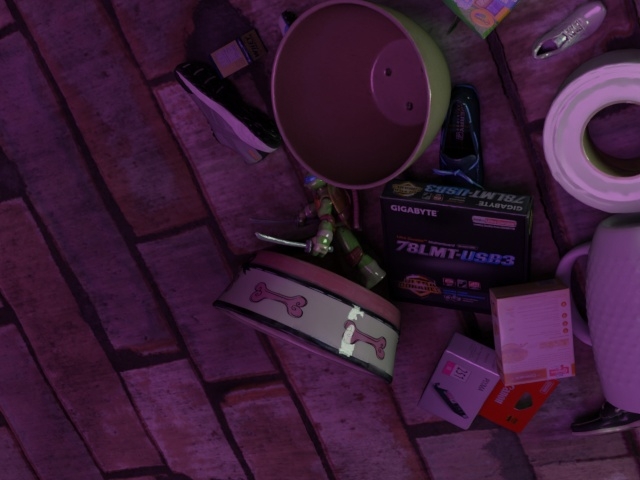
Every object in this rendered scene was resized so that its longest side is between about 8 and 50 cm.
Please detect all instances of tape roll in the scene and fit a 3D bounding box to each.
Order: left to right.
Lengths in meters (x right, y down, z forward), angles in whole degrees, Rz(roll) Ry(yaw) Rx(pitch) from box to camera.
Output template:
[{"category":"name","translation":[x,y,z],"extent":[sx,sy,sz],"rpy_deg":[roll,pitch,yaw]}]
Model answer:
[{"category":"tape roll","translation":[0.550,-0.196,1.588],"extent":[0.286,0.100,0.286],"rpy_deg":[10,118,18]}]

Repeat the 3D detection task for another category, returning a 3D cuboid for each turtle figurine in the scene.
[{"category":"turtle figurine","translation":[0.000,0.000,1.862],"extent":[0.266,0.274,0.198],"rpy_deg":[51,157,-13]}]

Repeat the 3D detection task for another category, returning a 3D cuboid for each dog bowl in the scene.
[{"category":"dog bowl","translation":[-0.012,0.154,1.853],"extent":[0.407,0.408,0.150],"rpy_deg":[22,81,11]}]

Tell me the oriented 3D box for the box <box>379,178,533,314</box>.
[{"category":"box","translation":[0.276,0.020,1.784],"extent":[0.295,0.073,0.293],"rpy_deg":[8,136,18]}]

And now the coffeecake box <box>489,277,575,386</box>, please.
[{"category":"coffeecake box","translation":[0.415,0.180,1.730],"extent":[0.142,0.068,0.186],"rpy_deg":[-8,106,0]}]

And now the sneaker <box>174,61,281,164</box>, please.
[{"category":"sneaker","translation":[-0.212,-0.267,1.867],"extent":[0.271,0.100,0.108],"rpy_deg":[45,128,-4]}]

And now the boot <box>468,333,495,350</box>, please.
[{"category":"boot","translation":[0.400,0.202,1.883],"extent":[0.219,0.082,0.106],"rpy_deg":[4,76,42]}]

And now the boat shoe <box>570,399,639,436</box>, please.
[{"category":"boat shoe","translation":[0.635,0.367,1.870],"extent":[0.233,0.084,0.079],"rpy_deg":[-28,65,38]}]

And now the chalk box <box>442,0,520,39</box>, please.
[{"category":"chalk box","translation":[0.288,-0.451,1.544],"extent":[0.132,0.132,0.213],"rpy_deg":[44,122,-4]}]

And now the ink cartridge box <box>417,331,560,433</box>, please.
[{"category":"ink cartridge box","translation":[0.354,0.333,1.909],"extent":[0.238,0.060,0.275],"rpy_deg":[25,145,9]}]

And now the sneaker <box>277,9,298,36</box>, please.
[{"category":"sneaker","translation":[-0.028,-0.342,1.758],"extent":[0.086,0.085,0.237],"rpy_deg":[-23,104,25]}]

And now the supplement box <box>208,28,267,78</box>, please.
[{"category":"supplement box","translation":[-0.167,-0.380,1.796],"extent":[0.083,0.083,0.056],"rpy_deg":[-21,107,30]}]

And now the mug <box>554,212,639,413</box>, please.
[{"category":"mug","translation":[0.596,0.110,1.650],"extent":[0.374,0.276,0.328],"rpy_deg":[0,108,55]}]

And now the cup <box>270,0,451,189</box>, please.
[{"category":"cup","translation":[0.108,-0.278,1.623],"extent":[0.331,0.237,0.331],"rpy_deg":[11,110,32]}]

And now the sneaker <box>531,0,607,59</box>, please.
[{"category":"sneaker","translation":[0.441,-0.366,1.567],"extent":[0.152,0.061,0.054],"rpy_deg":[-36,97,31]}]

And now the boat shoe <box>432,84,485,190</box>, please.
[{"category":"boat shoe","translation":[0.262,-0.171,1.724],"extent":[0.109,0.089,0.258],"rpy_deg":[-1,115,23]}]
